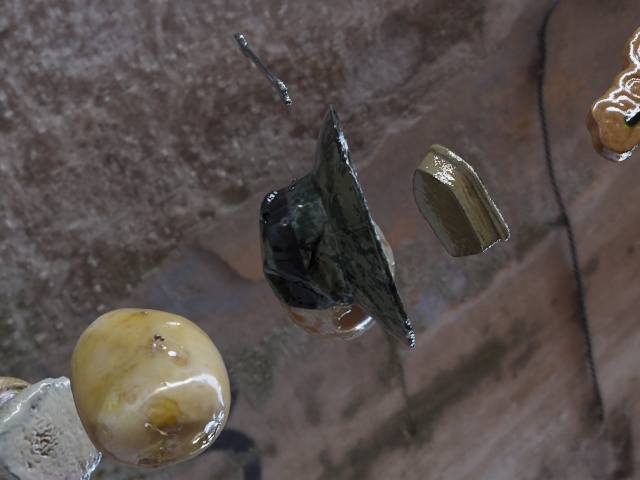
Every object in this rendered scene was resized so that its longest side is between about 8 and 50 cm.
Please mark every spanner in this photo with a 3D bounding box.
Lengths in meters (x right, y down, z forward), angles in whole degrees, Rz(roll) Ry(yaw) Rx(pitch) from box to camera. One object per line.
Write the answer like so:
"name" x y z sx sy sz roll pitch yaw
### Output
"spanner" -0.104 -0.306 1.852 0.254 0.015 0.054 54 -9 50

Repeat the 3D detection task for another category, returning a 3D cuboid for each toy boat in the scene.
"toy boat" 0.212 -0.061 1.666 0.188 0.061 0.116 57 -26 -10

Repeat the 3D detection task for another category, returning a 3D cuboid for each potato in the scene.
"potato" -0.134 0.112 0.823 0.178 0.119 0.109 42 -64 62

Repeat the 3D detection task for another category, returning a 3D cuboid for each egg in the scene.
"egg" 0.020 0.051 1.592 0.233 0.195 0.194 -75 148 -57

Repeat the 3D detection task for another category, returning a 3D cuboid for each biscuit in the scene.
"biscuit" 0.488 -0.202 1.390 0.202 0.334 0.047 35 -30 5

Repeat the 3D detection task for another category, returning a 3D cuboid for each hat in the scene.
"hat" 0.000 0.000 1.086 0.265 0.128 0.265 -16 90 -89

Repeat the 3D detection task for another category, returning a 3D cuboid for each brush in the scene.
"brush" -0.395 0.313 1.431 0.166 0.174 0.266 0 -62 35
